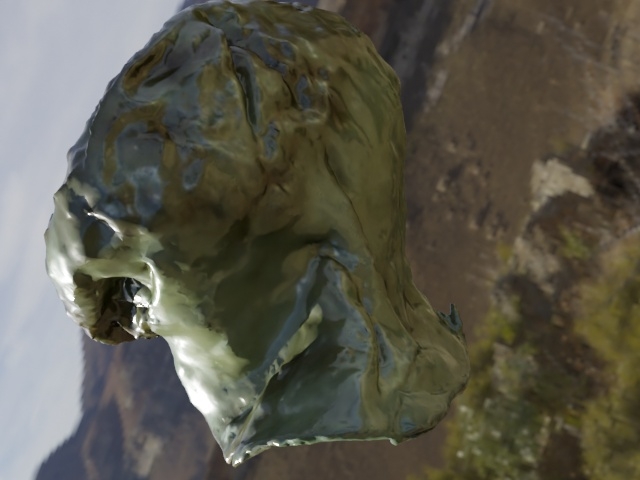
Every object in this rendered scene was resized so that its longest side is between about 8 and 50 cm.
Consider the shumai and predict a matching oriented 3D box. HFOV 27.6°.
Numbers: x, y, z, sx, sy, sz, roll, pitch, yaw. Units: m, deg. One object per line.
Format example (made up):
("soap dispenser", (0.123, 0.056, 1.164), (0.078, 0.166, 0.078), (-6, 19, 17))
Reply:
("shumai", (0.000, 0.000, 0.928), (0.330, 0.288, 0.292), (-48, -23, -37))
